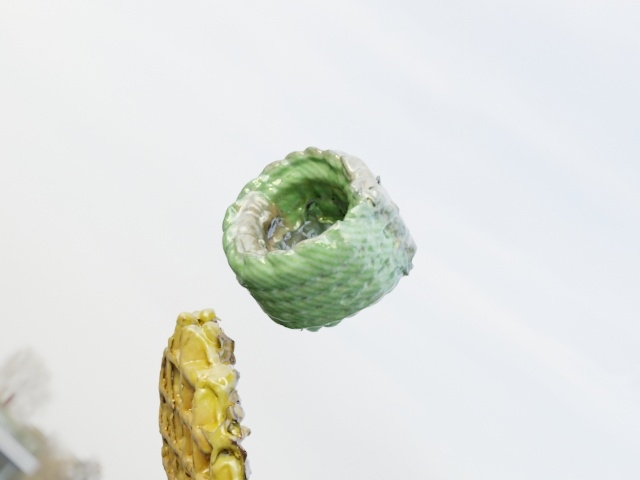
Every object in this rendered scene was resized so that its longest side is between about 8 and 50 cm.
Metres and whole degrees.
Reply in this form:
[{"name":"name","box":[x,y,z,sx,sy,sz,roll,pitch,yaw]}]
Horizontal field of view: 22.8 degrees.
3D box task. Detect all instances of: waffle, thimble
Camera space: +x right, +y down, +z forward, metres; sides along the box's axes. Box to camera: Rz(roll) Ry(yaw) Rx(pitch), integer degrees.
[{"name":"waffle","box":[-0.148,0.290,2.090,0.380,0.095,0.382,103,-23,-51]},{"name":"thimble","box":[0.000,0.000,1.920,0.219,0.219,0.150,27,-21,49]}]
